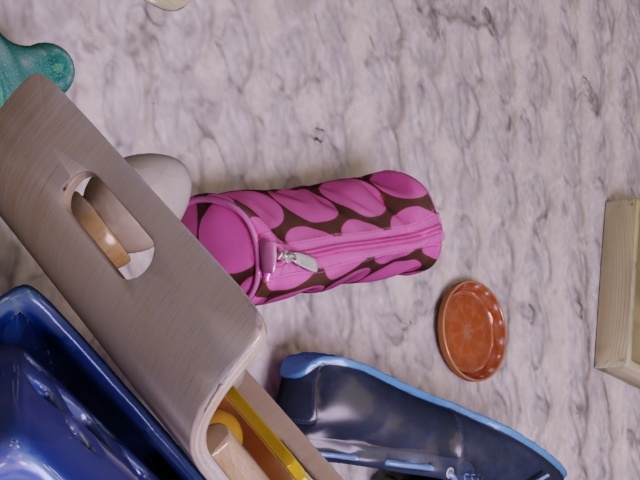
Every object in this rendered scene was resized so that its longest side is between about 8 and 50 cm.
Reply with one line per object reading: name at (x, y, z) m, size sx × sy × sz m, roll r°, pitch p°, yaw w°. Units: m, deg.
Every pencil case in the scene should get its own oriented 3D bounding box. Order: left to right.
pencil case at (0.000, 0.000, 0.960) m, size 0.209 × 0.098 × 0.095 m, roll -13°, pitch 92°, yaw -47°

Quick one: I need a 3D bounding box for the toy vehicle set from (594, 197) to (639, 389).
toy vehicle set at (0.365, 0.080, 1.367) m, size 0.267 × 0.035 × 0.166 m, roll 25°, pitch 65°, yaw -41°

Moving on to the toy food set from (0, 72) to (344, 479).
toy food set at (-0.050, 0.065, 0.745) m, size 0.092 × 0.220 × 0.306 m, roll -40°, pitch 143°, yaw -8°

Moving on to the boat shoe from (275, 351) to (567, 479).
boat shoe at (0.067, 0.162, 1.016) m, size 0.258 × 0.109 × 0.089 m, roll 24°, pitch 72°, yaw -23°

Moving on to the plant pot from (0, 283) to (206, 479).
plant pot at (-0.158, 0.175, 0.649) m, size 0.236 × 0.236 × 0.212 m, roll 53°, pitch 6°, yaw -25°

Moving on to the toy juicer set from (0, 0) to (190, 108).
toy juicer set at (-0.239, -0.099, 0.740) m, size 0.209 × 0.089 × 0.329 m, roll 48°, pitch 63°, yaw -24°

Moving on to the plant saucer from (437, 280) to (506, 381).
plant saucer at (0.123, 0.075, 1.134) m, size 0.083 × 0.013 × 0.083 m, roll 12°, pitch 74°, yaw -44°
